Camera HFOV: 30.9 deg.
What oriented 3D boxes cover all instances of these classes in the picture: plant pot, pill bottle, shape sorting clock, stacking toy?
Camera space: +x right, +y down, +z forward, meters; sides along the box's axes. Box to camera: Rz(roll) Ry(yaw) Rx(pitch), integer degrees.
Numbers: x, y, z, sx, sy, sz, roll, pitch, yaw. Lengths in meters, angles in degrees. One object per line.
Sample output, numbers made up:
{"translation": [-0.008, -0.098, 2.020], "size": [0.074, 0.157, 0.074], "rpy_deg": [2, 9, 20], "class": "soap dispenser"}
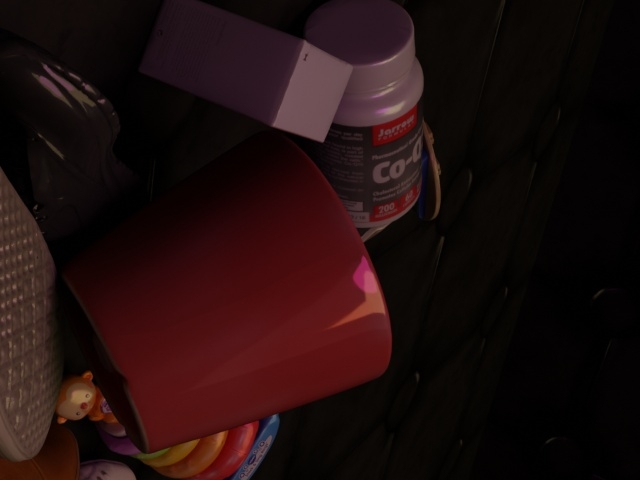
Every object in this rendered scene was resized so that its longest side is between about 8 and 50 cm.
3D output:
{"translation": [-0.104, 0.063, 1.112], "size": [0.243, 0.275, 0.275], "rpy_deg": [-25, 142, -18], "class": "plant pot"}
{"translation": [0.054, -0.164, 1.507], "size": [0.161, 0.161, 0.283], "rpy_deg": [-51, 154, -31], "class": "pill bottle"}
{"translation": [0.136, -0.129, 1.712], "size": [0.040, 0.206, 0.206], "rpy_deg": [-18, 144, -7], "class": "shape sorting clock"}
{"translation": [-0.202, 0.199, 1.366], "size": [0.302, 0.166, 0.175], "rpy_deg": [24, 100, -53], "class": "stacking toy"}

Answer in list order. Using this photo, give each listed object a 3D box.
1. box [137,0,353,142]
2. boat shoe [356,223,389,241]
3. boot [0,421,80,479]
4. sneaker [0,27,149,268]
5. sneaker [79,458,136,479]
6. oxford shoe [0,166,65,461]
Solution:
{"translation": [-0.076, -0.178, 1.195], "size": [0.130, 0.170, 0.091], "rpy_deg": [8, 105, -66], "class": "box"}
{"translation": [0.000, 0.000, 1.675], "size": [0.335, 0.095, 0.112], "rpy_deg": [-41, -177, -39], "class": "boat shoe"}
{"translation": [-0.324, 0.184, 1.102], "size": [0.295, 0.104, 0.211], "rpy_deg": [-83, 157, -67], "class": "boot"}
{"translation": [-0.244, -0.068, 1.032], "size": [0.130, 0.109, 0.286], "rpy_deg": [-50, 152, -20], "class": "sneaker"}
{"translation": [-0.272, 0.314, 1.289], "size": [0.290, 0.123, 0.106], "rpy_deg": [-14, 93, -63], "class": "sneaker"}
{"translation": [-0.310, 0.025, 0.930], "size": [0.449, 0.130, 0.169], "rpy_deg": [79, 13, -50], "class": "oxford shoe"}
